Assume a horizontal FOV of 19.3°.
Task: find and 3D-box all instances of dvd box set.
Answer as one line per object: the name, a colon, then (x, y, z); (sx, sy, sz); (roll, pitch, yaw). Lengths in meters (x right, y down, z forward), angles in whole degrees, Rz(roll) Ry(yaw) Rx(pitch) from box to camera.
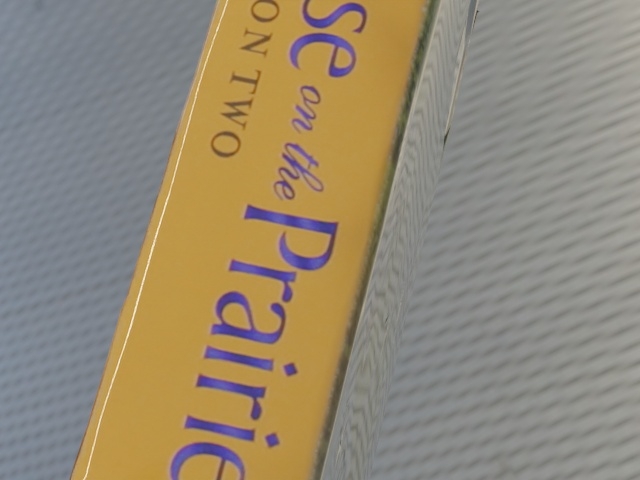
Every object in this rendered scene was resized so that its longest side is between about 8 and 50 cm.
dvd box set: (0.000, 0.000, 0.618); (0.062, 0.307, 0.420); (12, 63, 5)
